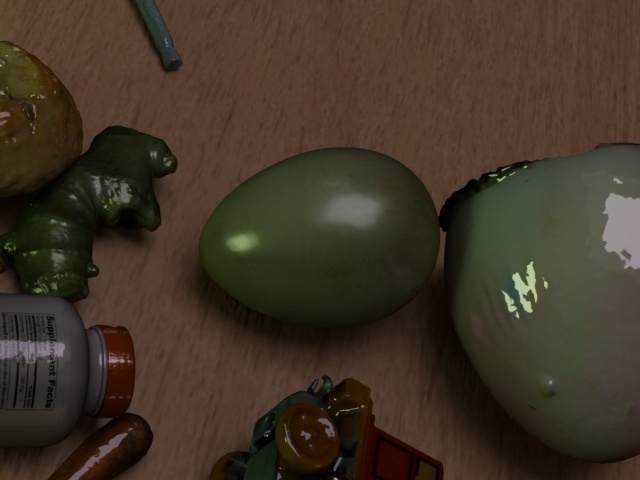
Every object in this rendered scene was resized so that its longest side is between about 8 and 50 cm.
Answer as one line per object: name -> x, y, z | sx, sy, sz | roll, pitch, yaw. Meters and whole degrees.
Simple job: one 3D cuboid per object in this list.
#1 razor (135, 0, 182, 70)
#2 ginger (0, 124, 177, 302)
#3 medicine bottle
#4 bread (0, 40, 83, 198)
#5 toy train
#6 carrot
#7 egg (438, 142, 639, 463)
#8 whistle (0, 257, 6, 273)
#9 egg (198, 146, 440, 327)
razor -> -0.243, -0.339, 1.739 | 0.106, 0.068, 0.232 | -13, 68, -35
ginger -> -0.267, -0.036, 1.469 | 0.137, 0.089, 0.290 | 44, 45, -3
medicine bottle -> -0.337, 0.129, 1.254 | 0.288, 0.157, 0.157 | 4, 54, -27
bread -> -0.395, -0.138, 1.414 | 0.244, 0.134, 0.244 | 5, 41, -4
toy train -> 0.005, 0.308, 1.307 | 0.231, 0.163, 0.369 | 28, 46, -19
carrot -> -0.241, 0.239, 1.296 | 0.055, 0.055, 0.161 | 45, 53, 9
egg -> 0.337, 0.099, 1.523 | 0.354, 0.354, 0.340 | 4, 67, -26
whistle -> -0.400, 0.049, 1.362 | 0.057, 0.046, 0.109 | 45, 52, -10
egg -> 0.000, 0.000, 1.499 | 0.295, 0.218, 0.218 | -9, 59, -18
